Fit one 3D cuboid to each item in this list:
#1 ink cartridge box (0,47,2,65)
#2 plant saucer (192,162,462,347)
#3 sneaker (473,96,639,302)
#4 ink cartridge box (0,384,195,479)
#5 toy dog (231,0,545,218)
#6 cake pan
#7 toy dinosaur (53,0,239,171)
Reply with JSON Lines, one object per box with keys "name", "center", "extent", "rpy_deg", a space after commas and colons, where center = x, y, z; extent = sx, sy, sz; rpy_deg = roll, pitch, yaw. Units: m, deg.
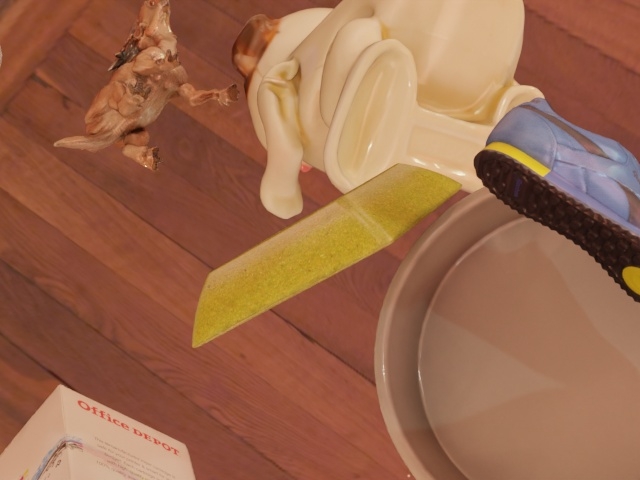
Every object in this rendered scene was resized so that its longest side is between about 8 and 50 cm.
{"name": "ink cartridge box", "center": [-0.284, -0.082, 0.703], "extent": [0.091, 0.385, 0.308], "rpy_deg": [22, 46, -16]}
{"name": "plant saucer", "center": [0.000, 0.000, 0.807], "extent": [0.188, 0.188, 0.045], "rpy_deg": [-29, 92, 28]}
{"name": "sneaker", "center": [0.205, -0.023, 0.689], "extent": [0.209, 0.069, 0.082], "rpy_deg": [39, 67, 15]}
{"name": "ink cartridge box", "center": [-0.225, 0.296, 1.007], "extent": [0.171, 0.232, 0.168], "rpy_deg": [35, 104, -29]}
{"name": "toy dog", "center": [0.041, -0.194, 1.249], "extent": [0.285, 0.408, 0.395], "rpy_deg": [1, 93, -29]}
{"name": "cake pan", "center": [0.186, 0.090, 0.810], "extent": [0.293, 0.054, 0.293], "rpy_deg": [-7, 73, 24]}
{"name": "toy dinosaur", "center": [-0.254, -0.193, 1.388], "extent": [0.200, 0.127, 0.295], "rpy_deg": [14, 54, 44]}
